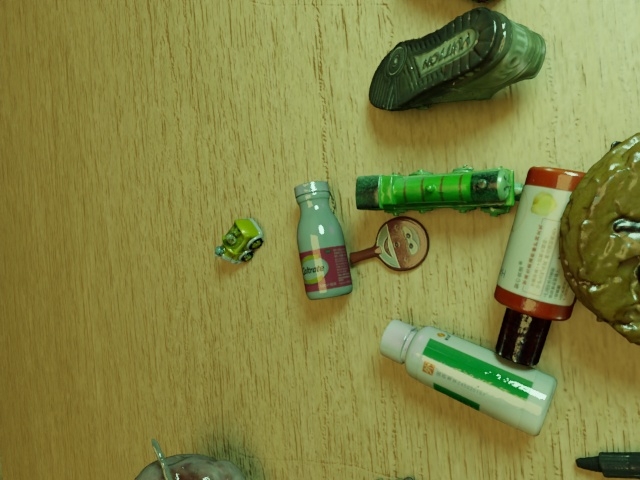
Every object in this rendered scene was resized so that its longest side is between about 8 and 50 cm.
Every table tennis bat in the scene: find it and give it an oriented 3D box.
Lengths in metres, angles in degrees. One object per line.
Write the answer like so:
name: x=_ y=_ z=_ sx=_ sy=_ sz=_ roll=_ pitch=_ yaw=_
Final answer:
table tennis bat: x=0.123 y=0.013 z=0.805 sx=0.155 sy=0.019 sz=0.097 roll=-18 pitch=82 yaw=30

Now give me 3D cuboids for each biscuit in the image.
biscuit: x=0.435 y=0.004 z=0.509 sx=0.297 sy=0.075 sz=0.295 roll=2 pitch=100 yaw=12

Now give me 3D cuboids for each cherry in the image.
cherry: x=-0.298 y=0.615 z=0.948 sx=0.326 sy=0.334 sz=0.291 roll=-41 pitch=69 yaw=-17

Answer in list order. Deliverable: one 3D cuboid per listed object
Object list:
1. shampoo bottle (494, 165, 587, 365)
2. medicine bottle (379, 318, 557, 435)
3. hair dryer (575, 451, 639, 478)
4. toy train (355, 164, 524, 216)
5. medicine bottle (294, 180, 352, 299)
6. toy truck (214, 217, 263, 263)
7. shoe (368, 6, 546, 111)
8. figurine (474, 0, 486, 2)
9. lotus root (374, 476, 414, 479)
shampoo bottle: x=0.312 y=0.041 z=0.626 sx=0.105 sy=0.104 sz=0.277 roll=17 pitch=101 yaw=32
medicine bottle: x=0.222 y=0.203 z=0.700 sx=0.260 sy=0.095 sz=0.095 roll=21 pitch=103 yaw=30
hair dryer: x=0.456 y=0.274 z=0.565 sx=0.256 sy=0.070 sz=0.128 roll=-21 pitch=82 yaw=40
toy train: x=0.182 y=-0.078 z=0.701 sx=0.252 sy=0.119 sz=0.084 roll=0 pitch=91 yaw=35
medicine bottle: x=0.000 y=0.000 z=0.839 sx=0.091 sy=0.091 sz=0.216 roll=-14 pitch=84 yaw=33
toy truck: x=-0.185 y=0.004 z=0.969 sx=0.076 sy=0.077 sz=0.111 roll=51 pitch=117 yaw=21
shoe: x=0.204 y=-0.253 z=0.688 sx=0.293 sy=0.149 sz=0.109 roll=-172 pitch=87 yaw=-65
figurine: x=0.250 y=-0.491 z=0.640 sx=0.185 sy=0.127 sz=0.234 roll=42 pitch=104 yaw=19
lotus root: x=0.126 y=0.592 z=0.717 sx=0.317 sy=0.250 sz=0.315 roll=11 pitch=107 yaw=38
